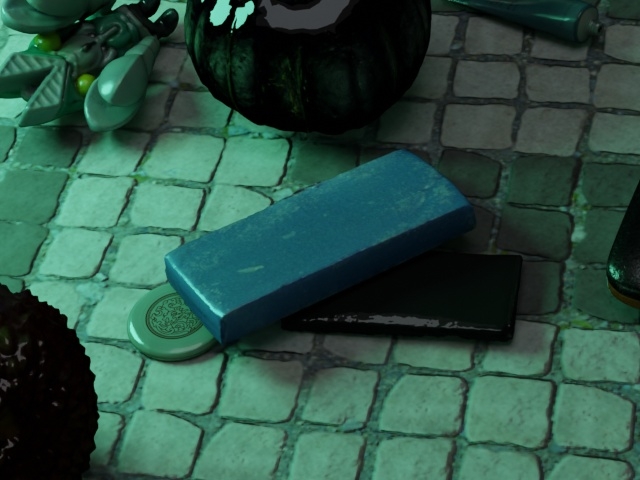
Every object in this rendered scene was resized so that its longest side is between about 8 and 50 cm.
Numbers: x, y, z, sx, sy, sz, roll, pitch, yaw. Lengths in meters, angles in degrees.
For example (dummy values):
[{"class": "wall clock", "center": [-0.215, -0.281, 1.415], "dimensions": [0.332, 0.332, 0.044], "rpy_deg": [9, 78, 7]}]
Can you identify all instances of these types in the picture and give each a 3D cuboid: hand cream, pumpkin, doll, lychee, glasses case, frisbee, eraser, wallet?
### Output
[{"class": "hand cream", "center": [0.255, -0.294, 2.073], "dimensions": [0.224, 0.048, 0.083], "rpy_deg": [25, 56, 35]}, {"class": "pumpkin", "center": [-0.018, -0.281, 1.928], "dimensions": [0.296, 0.295, 0.295], "rpy_deg": [-4, 45, 4]}, {"class": "doll", "center": [-0.285, -0.242, 2.003], "dimensions": [0.195, 0.153, 0.258], "rpy_deg": [24, 52, -8]}, {"class": "lychee", "center": [-0.333, 0.152, 1.573], "dimensions": [0.271, 0.271, 0.271], "rpy_deg": [-4, 45, 4]}, {"class": "glasses case", "center": [0.378, -0.027, 1.766], "dimensions": [0.103, 0.067, 0.266], "rpy_deg": [15, 48, 19]}, {"class": "frisbee", "center": [-0.150, 0.082, 1.762], "dimensions": [0.110, 0.014, 0.110], "rpy_deg": [-4, 45, 4]}, {"class": "eraser", "center": [0.000, 0.000, 1.777], "dimensions": [0.312, 0.042, 0.144], "rpy_deg": [-24, 38, -18]}, {"class": "wallet", "center": [0.085, 0.050, 1.756], "dimensions": [0.244, 0.025, 0.124], "rpy_deg": [2, 43, 12]}]
